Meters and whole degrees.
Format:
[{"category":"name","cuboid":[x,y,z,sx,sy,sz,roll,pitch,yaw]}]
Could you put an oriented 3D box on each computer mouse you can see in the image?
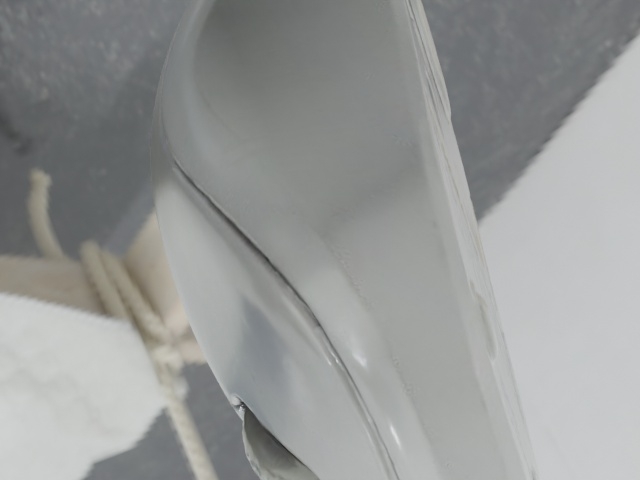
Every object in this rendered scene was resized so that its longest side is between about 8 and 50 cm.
[{"category":"computer mouse","cuboid":[0.000,0.000,0.603,0.121,0.296,0.184,-13,137,6]}]
